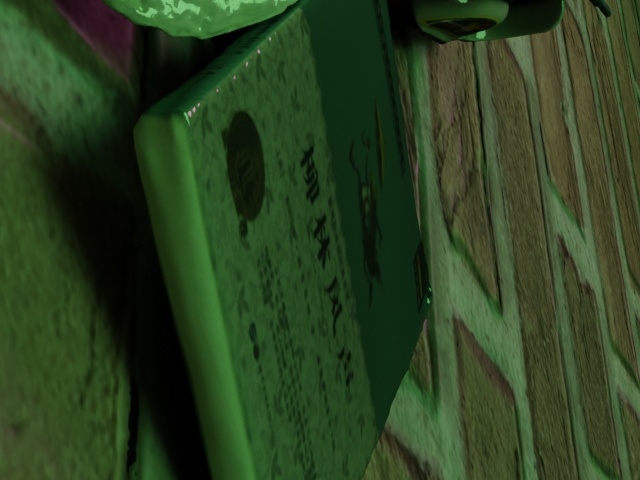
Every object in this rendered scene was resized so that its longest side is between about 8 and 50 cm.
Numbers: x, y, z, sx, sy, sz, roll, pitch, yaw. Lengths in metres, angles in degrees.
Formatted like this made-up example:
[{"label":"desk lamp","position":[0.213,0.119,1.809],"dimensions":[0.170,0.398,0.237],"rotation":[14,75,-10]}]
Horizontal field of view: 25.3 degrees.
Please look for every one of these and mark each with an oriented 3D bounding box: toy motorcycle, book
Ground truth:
[{"label":"toy motorcycle","position":[0.139,-0.209,1.156],"dimensions":[0.263,0.157,0.091],"rotation":[-9,93,-69]},{"label":"book","position":[0.000,0.000,0.773],"dimensions":[0.379,0.031,0.264],"rotation":[-58,141,-63]}]

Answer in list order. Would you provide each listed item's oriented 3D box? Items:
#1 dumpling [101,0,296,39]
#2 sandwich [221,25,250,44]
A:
[{"label":"dumpling","position":[-0.048,-0.208,0.689],"dimensions":[0.166,0.126,0.216],"rotation":[27,37,-40]},{"label":"sandwich","position":[-0.042,-0.153,0.818],"dimensions":[0.105,0.035,0.093],"rotation":[38,42,-57]}]
